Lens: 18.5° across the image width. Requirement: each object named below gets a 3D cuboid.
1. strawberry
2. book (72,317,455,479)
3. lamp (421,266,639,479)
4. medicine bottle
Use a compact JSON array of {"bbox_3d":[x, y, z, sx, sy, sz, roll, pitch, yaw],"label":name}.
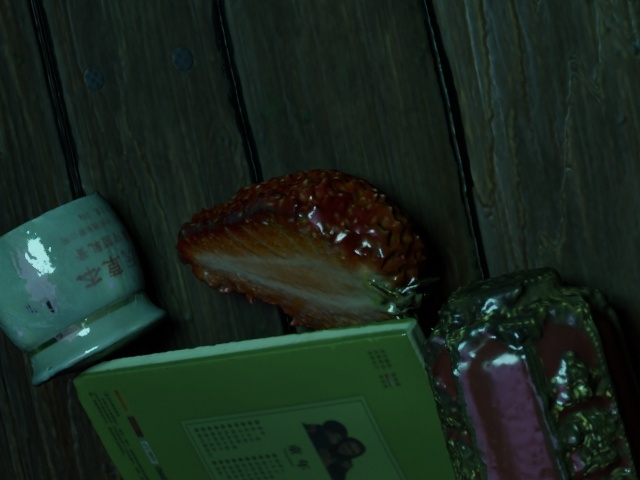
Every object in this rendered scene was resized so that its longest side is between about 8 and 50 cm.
[{"bbox_3d":[0.000,-0.004,1.714,0.236,0.106,0.175,28,146,13],"label":"strawberry"},{"bbox_3d":[-0.030,0.190,1.757,0.352,0.035,0.239,-10,119,28],"label":"book"},{"bbox_3d":[0.187,0.160,1.611,0.177,0.177,0.274,-17,93,29],"label":"lamp"},{"bbox_3d":[-0.231,0.047,1.811,0.147,0.147,0.143,-30,88,29],"label":"medicine bottle"}]
